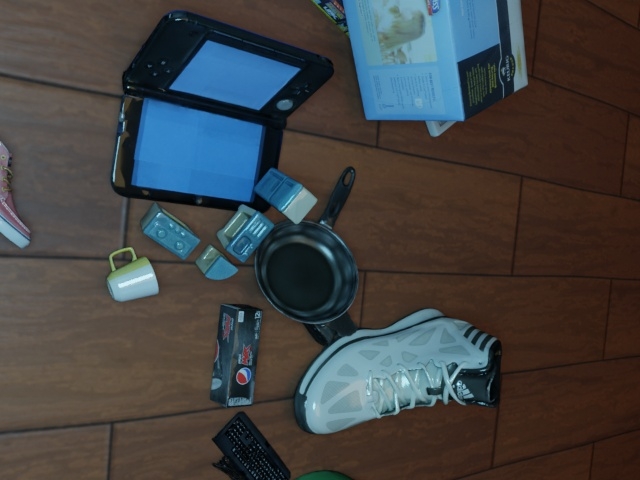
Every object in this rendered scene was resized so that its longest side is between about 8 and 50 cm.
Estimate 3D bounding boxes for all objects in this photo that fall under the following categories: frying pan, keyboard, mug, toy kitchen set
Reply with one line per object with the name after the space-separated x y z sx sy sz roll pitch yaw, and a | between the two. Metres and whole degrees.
-0.027 -0.002 1.154 0.197 0.053 0.325 9 63 -21 | frying pan
-0.120 0.405 1.137 0.100 0.038 0.192 -45 118 -25 | keyboard
-0.291 0.058 0.964 0.064 0.078 0.062 -21 140 -26 | mug
-0.145 -0.047 0.982 0.166 0.122 0.207 40 88 -33 | toy kitchen set

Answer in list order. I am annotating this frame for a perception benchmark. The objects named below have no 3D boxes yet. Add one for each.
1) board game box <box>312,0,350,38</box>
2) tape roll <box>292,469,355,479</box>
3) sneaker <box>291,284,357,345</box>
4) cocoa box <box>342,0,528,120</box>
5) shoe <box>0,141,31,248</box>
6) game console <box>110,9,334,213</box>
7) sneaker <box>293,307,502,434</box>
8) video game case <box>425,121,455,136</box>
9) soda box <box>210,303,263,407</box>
0.065 -0.485 1.182 0.141 0.048 0.170 33 74 -37 | board game box
-0.004 0.616 1.225 0.321 0.077 0.320 -4 97 -38 | tape roll
0.005 0.131 1.200 0.089 0.051 0.170 -48 117 -35 | sneaker
0.198 -0.407 1.120 0.228 0.232 0.346 -33 120 -36 | cocoa box
-0.427 -0.076 0.830 0.081 0.063 0.178 -46 116 -19 | shoe
-0.145 -0.179 0.981 0.293 0.250 0.173 5 65 -38 | game console
0.180 0.258 1.216 0.448 0.258 0.169 -21 107 -34 | sneaker
0.281 -0.370 1.378 0.227 0.026 0.206 -39 117 -27 | video game case
-0.144 0.195 1.082 0.053 0.060 0.168 7 90 -39 | soda box
